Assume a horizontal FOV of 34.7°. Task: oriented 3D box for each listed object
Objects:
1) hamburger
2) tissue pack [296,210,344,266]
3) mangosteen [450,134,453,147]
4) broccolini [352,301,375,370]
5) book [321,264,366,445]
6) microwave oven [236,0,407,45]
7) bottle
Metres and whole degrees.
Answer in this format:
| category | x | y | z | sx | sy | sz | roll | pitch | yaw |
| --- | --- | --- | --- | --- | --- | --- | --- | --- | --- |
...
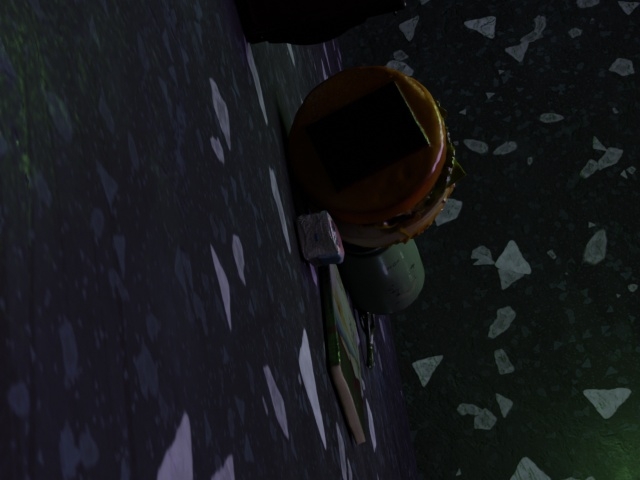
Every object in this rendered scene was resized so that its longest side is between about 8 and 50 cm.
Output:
| category | x | y | z | sx | sy | sz | roll | pitch | yaw |
| --- | --- | --- | --- | --- | --- | --- | --- | --- | --- |
| hamburger | 0.090 | -0.132 | 1.675 | 0.225 | 0.291 | 0.290 | 53 | 25 | -64 |
| tissue pack | 0.000 | 0.000 | 1.559 | 0.094 | 0.059 | 0.074 | 50 | 26 | -78 |
| mangosteen | 0.153 | -0.153 | 2.205 | 0.297 | 0.293 | 0.297 | -20 | 90 | -78 |
| broccolini | 0.091 | 0.180 | 2.220 | 0.074 | 0.058 | 0.201 | 24 | 69 | -65 |
| book | 0.036 | 0.171 | 1.705 | 0.289 | 0.026 | 0.201 | -94 | 169 | -50 |
| microwave oven | -0.005 | -0.399 | 1.462 | 0.178 | 0.248 | 0.188 | -87 | 162 | -58 |
| bottle | 0.101 | 0.002 | 2.011 | 0.347 | 0.169 | 0.168 | 66 | 13 | -55 |
